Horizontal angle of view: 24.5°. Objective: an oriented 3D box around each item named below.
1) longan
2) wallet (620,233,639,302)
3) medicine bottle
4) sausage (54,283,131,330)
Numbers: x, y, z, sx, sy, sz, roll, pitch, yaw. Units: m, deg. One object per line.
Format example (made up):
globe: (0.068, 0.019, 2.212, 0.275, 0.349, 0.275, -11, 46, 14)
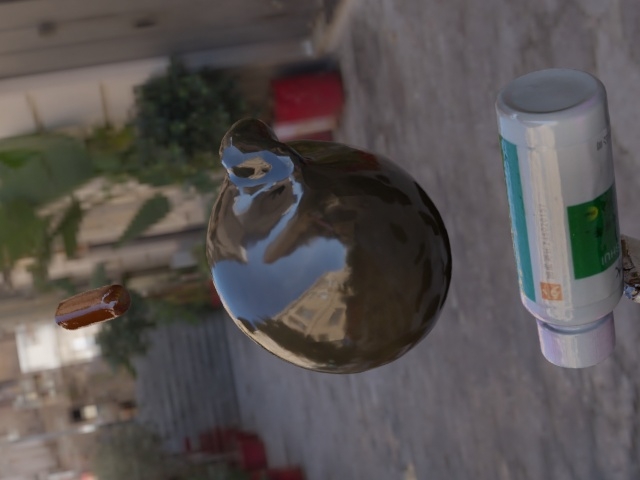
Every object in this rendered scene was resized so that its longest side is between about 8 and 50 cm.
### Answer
longan: (0.000, 0.000, 1.029, 0.204, 0.159, 0.185, 53, 152, -18)
wallet: (0.437, 0.057, 1.646, 0.335, 0.275, 0.068, -58, -22, -80)
medicine bottle: (0.206, -0.013, 1.246, 0.095, 0.095, 0.260, -112, 10, -57)
sausage: (-0.283, 0.083, 1.839, 0.131, 0.041, 0.039, -16, 40, 45)
